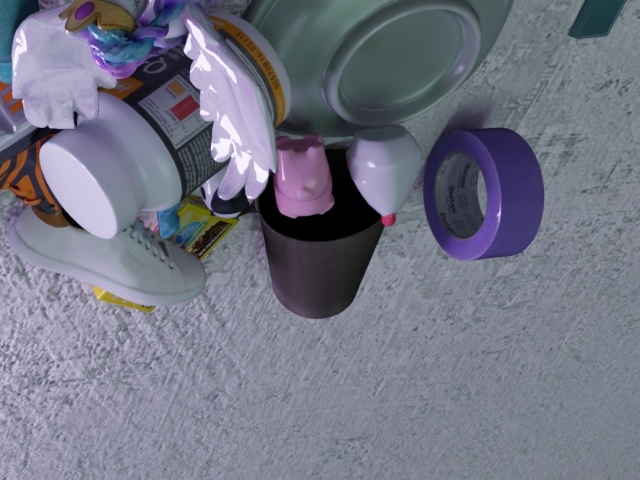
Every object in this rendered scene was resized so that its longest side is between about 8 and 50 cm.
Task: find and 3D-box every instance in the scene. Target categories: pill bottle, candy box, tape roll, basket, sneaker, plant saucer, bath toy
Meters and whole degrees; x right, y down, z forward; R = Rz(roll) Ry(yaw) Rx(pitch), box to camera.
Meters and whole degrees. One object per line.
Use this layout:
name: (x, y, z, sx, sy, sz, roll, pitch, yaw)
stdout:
pill bottle: (-0.179, -0.133, 1.874, 0.278, 0.162, 0.162, -40, 154, -28)
candy box: (-0.216, 0.020, 2.256, 0.105, 0.027, 0.206, 20, 123, -45)
tape roll: (0.233, -0.067, 2.326, 0.080, 0.189, 0.189, -5, 140, -31)
basket: (0.000, 0.000, 2.285, 0.204, 0.154, 0.227, -20, 150, -20)
sneaker: (-0.253, 0.001, 2.112, 0.290, 0.106, 0.123, 16, 123, -37)
plant saucer: (0.407, -0.352, 2.230, 0.067, 0.018, 0.192, -8, 143, -28)
plant saucer: (0.090, -0.251, 2.052, 0.401, 0.100, 0.400, -20, 145, -14)
sneaker: (-0.398, -0.069, 1.908, 0.321, 0.124, 0.180, -31, 146, 2)
bath toy: (-0.042, -0.072, 2.080, 0.348, 0.151, 0.129, -5, 109, 2)

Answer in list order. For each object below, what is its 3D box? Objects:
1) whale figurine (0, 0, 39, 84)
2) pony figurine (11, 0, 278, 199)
whale figurine: (-0.355, -0.237, 1.697, 0.216, 0.141, 0.272, -34, 147, 6)
pony figurine: (-0.163, -0.248, 1.646, 0.303, 0.363, 0.351, 14, 147, 12)
